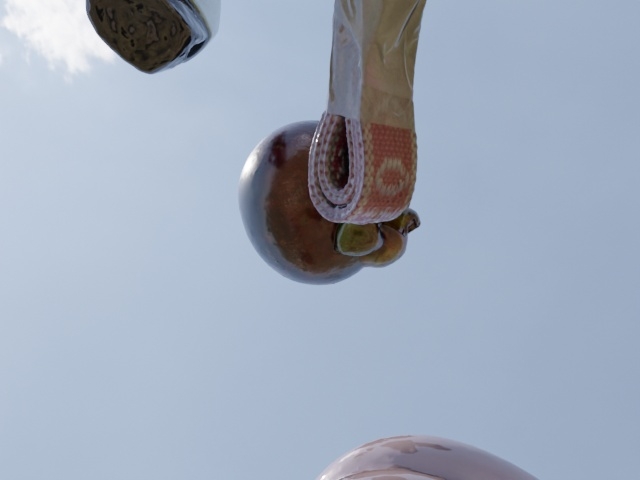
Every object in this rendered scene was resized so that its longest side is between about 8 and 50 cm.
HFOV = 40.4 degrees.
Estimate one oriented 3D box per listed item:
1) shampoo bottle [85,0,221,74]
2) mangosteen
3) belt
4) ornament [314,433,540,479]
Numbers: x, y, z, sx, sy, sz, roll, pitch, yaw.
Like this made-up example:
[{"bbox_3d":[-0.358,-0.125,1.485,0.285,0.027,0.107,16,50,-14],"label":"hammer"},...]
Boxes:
[{"bbox_3d":[-0.160,-0.265,0.909,0.078,0.359,0.134,-39,-65,16],"label":"shampoo bottle"},{"bbox_3d":[0.013,-0.038,0.904,0.199,0.200,0.200,-7,-68,-19],"label":"mangosteen"},{"bbox_3d":[0.034,-0.125,0.538,0.053,0.071,0.232,-5,-79,-40],"label":"belt"},{"bbox_3d":[0.050,0.179,0.371,0.177,0.177,0.178,-7,-68,-19],"label":"ornament"}]
